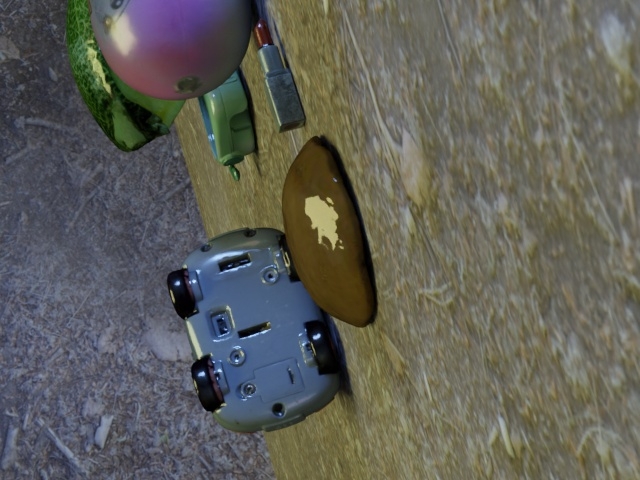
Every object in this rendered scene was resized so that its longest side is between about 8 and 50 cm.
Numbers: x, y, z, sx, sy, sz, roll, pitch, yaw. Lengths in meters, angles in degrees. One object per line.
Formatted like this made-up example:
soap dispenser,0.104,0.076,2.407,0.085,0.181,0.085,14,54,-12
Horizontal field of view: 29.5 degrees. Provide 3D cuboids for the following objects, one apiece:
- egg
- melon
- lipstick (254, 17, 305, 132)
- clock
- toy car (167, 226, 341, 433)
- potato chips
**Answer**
egg,-0.182,-0.292,1.444,0.196,0.196,0.271,85,170,-49
melon,-0.280,-0.302,1.805,0.331,0.226,0.343,105,-179,-48
lipstick,-0.050,-0.184,1.330,0.030,0.030,0.129,113,141,-76
clock,-0.140,-0.184,1.774,0.188,0.060,0.148,85,166,-50
toy car,-0.077,0.125,1.598,0.212,0.181,0.270,69,-177,-71
potato chips,-0.001,0.000,1.253,0.208,0.062,0.195,97,154,-62
